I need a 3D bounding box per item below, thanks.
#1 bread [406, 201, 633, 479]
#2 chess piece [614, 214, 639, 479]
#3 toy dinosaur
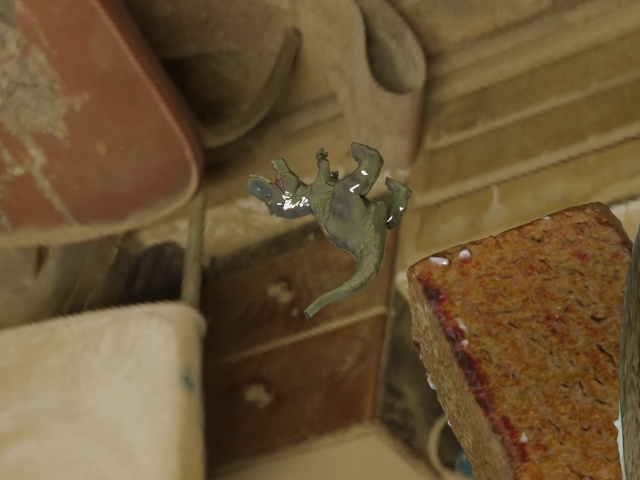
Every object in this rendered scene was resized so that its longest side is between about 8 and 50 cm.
[{"bbox_3d":[0.196,0.166,0.748,0.165,0.416,0.113,-19,141,-4],"label":"bread"},{"bbox_3d":[0.275,0.058,0.471,0.298,0.175,0.175,3,138,3],"label":"chess piece"},{"bbox_3d":[0.000,0.000,1.109,0.187,0.179,0.087,12,155,47],"label":"toy dinosaur"}]
